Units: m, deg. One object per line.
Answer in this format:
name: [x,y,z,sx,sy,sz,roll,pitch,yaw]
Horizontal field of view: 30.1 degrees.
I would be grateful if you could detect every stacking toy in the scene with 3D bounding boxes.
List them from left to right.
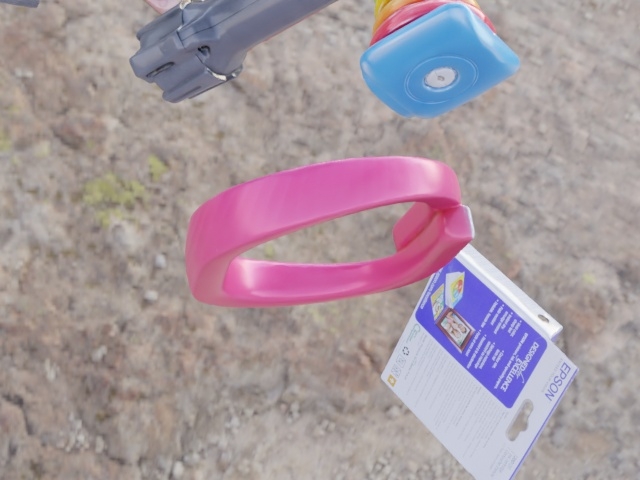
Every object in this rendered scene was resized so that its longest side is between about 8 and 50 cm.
stacking toy: [0.127,-0.324,1.542,0.175,0.165,0.302,31,41,-47]

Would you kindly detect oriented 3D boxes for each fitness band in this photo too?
fitness band: [0.000,0.000,0.922,0.209,0.291,0.054,-5,76,-10]

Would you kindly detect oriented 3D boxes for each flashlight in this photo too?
flashlight: [-0.013,-0.211,0.997,0.103,0.304,0.103,42,38,-35]

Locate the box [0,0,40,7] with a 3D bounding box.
box: [-0.257,-0.298,0.887,0.056,0.231,0.183,33,19,28]

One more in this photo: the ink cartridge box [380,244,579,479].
ink cartridge box: [0.176,0.142,1.295,0.045,0.206,0.208,-9,44,-41]

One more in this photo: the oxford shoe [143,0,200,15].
oxford shoe: [-0.218,-0.430,1.530,0.140,0.146,0.397,29,21,-54]
